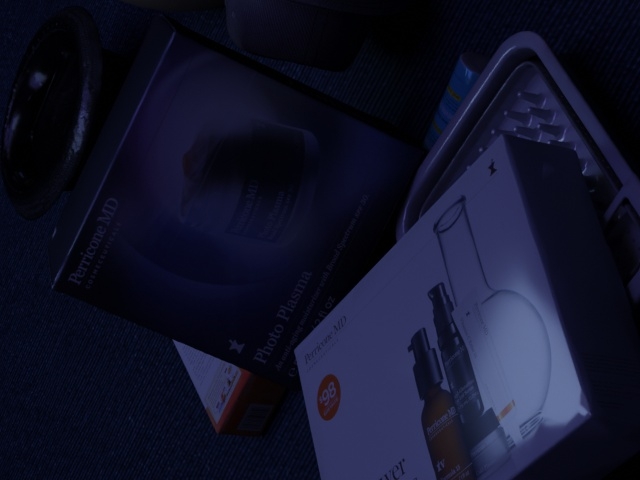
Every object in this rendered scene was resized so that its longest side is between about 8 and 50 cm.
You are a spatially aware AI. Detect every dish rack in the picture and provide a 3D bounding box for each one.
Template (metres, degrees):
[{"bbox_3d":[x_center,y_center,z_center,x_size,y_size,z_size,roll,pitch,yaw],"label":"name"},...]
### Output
[{"bbox_3d":[0.207,-0.004,1.480,0.285,0.072,0.333,-58,39,33],"label":"dish rack"}]

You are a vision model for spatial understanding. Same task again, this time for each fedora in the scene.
[{"bbox_3d":[-0.026,-0.270,1.756,0.275,0.243,0.124,-124,45,-56],"label":"fedora"},{"bbox_3d":[-0.347,-0.178,2.307,0.334,0.152,0.334,-20,66,54],"label":"fedora"}]

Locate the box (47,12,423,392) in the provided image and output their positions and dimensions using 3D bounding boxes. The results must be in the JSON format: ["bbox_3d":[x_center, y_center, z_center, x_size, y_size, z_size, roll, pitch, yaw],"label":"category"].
[{"bbox_3d":[-0.098,-0.040,1.662,0.296,0.294,0.183,-64,15,8],"label":"box"}]

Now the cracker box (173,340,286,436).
[{"bbox_3d":[-0.109,0.109,1.946,0.156,0.067,0.232,-61,38,26],"label":"cracker box"}]

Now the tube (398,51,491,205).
[{"bbox_3d":[0.133,-0.098,1.647,0.080,0.052,0.207,-109,35,-51],"label":"tube"}]

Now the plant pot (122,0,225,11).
[{"bbox_3d":[-0.243,-0.430,2.079,0.284,0.191,0.284,28,128,43],"label":"plant pot"}]

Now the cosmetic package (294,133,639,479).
[{"bbox_3d":[0.126,0.130,1.423,0.377,0.097,0.284,-48,41,41],"label":"cosmetic package"}]
